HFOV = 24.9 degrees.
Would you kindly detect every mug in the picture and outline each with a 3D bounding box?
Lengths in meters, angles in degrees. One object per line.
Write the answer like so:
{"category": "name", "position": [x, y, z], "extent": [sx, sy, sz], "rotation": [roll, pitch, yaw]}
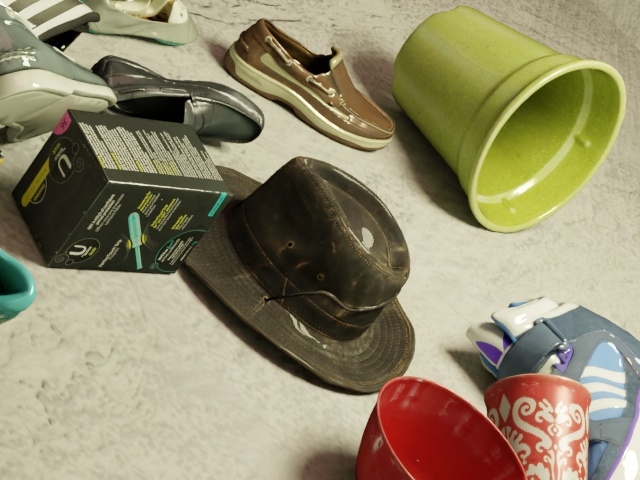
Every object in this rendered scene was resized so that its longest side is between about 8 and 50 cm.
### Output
{"category": "mug", "position": [0.209, 0.242, 1.492], "extent": [0.113, 0.150, 0.169], "rotation": [32, 48, -37]}

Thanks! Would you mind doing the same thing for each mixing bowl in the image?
{"category": "mixing bowl", "position": [0.100, 0.230, 1.394], "extent": [0.181, 0.098, 0.181], "rotation": [30, 29, -18]}

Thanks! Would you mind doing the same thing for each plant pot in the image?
{"category": "plant pot", "position": [0.243, -0.195, 2.050], "extent": [0.276, 0.276, 0.254], "rotation": [6, 31, -46]}

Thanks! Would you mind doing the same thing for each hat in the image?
{"category": "hat", "position": [0.000, 0.000, 1.575], "extent": [0.331, 0.134, 0.331], "rotation": [29, 31, -19]}

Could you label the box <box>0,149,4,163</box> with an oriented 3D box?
{"category": "box", "position": [-0.473, -0.142, 1.277], "extent": [0.322, 0.079, 0.257], "rotation": [47, 27, 14]}

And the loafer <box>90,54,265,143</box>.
{"category": "loafer", "position": [-0.162, -0.146, 1.660], "extent": [0.223, 0.076, 0.078], "rotation": [14, 42, -31]}

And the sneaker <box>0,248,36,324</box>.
{"category": "sneaker", "position": [-0.328, -0.030, 1.140], "extent": [0.275, 0.110, 0.107], "rotation": [50, 44, -36]}

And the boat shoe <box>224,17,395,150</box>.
{"category": "boat shoe", "position": [0.004, -0.208, 1.919], "extent": [0.257, 0.095, 0.095], "rotation": [25, 31, -24]}

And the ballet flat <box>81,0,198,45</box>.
{"category": "ballet flat", "position": [-0.213, -0.286, 1.804], "extent": [0.213, 0.068, 0.072], "rotation": [-4, 50, -53]}

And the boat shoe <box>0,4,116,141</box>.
{"category": "boat shoe", "position": [-0.277, -0.161, 1.388], "extent": [0.319, 0.116, 0.099], "rotation": [-4, 71, -86]}

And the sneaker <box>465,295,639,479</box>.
{"category": "sneaker", "position": [0.258, 0.187, 1.651], "extent": [0.236, 0.130, 0.323], "rotation": [25, 39, 8]}

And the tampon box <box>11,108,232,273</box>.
{"category": "tampon box", "position": [-0.194, -0.046, 1.420], "extent": [0.161, 0.120, 0.101], "rotation": [5, 44, -47]}

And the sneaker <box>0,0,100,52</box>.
{"category": "sneaker", "position": [-0.384, -0.315, 1.607], "extent": [0.257, 0.169, 0.447], "rotation": [44, 17, -33]}
